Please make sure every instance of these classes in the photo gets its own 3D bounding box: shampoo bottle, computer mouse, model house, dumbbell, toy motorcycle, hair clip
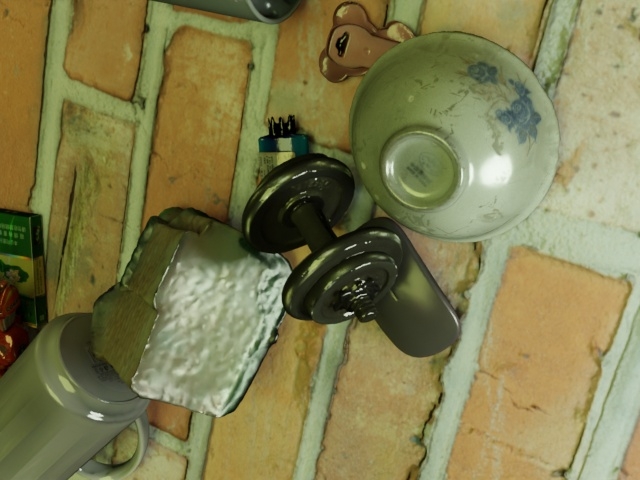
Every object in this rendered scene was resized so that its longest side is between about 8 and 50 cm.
[{"bbox_3d":[-0.057,-0.111,1.263,0.087,0.050,0.183,1,102,25],"label":"shampoo bottle"},{"bbox_3d":[0.123,0.075,1.209,0.120,0.057,0.232,-33,86,28],"label":"computer mouse"},{"bbox_3d":[-0.241,0.099,1.324,0.284,0.243,0.299,19,84,49],"label":"model house"},{"bbox_3d":[0.000,0.000,1.131,0.192,0.192,0.290,-49,56,27],"label":"dumbbell"},{"bbox_3d":[-0.659,0.196,1.586,0.171,0.089,0.298,15,127,20],"label":"toy motorcycle"},{"bbox_3d":[0.072,-0.287,1.170,0.138,0.102,0.123,9,110,-9],"label":"hair clip"}]

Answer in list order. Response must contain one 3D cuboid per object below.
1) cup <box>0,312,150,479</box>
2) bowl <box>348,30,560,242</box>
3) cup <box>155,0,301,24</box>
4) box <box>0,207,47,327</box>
[{"bbox_3d":[-0.456,0.329,1.481,0.322,0.237,0.327,38,118,-19],"label":"cup"},{"bbox_3d":[0.158,-0.117,1.066,0.313,0.146,0.314,10,116,21],"label":"bowl"},{"bbox_3d":[-0.184,-0.452,1.165,0.312,0.205,0.206,17,109,24],"label":"cup"},{"bbox_3d":[-0.624,0.056,1.600,0.132,0.034,0.235,9,106,25],"label":"box"}]
